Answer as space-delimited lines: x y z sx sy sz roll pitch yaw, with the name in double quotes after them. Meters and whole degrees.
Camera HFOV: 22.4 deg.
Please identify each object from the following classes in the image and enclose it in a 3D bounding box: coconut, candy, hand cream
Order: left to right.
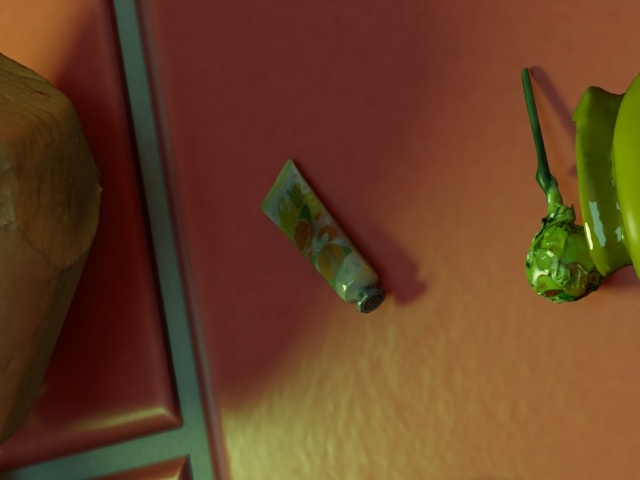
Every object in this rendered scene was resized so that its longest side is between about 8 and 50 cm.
-0.257 0.010 0.935 0.239 0.239 0.244 36 112 33 "coconut"
0.000 0.000 0.864 0.102 0.022 0.035 51 122 33 "hand cream"
0.108 -0.028 0.777 0.035 0.035 0.123 -36 58 50 "candy"

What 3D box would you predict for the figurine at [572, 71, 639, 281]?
0.250 -0.042 0.562 0.327 0.218 0.169 -30 46 30 "figurine"
